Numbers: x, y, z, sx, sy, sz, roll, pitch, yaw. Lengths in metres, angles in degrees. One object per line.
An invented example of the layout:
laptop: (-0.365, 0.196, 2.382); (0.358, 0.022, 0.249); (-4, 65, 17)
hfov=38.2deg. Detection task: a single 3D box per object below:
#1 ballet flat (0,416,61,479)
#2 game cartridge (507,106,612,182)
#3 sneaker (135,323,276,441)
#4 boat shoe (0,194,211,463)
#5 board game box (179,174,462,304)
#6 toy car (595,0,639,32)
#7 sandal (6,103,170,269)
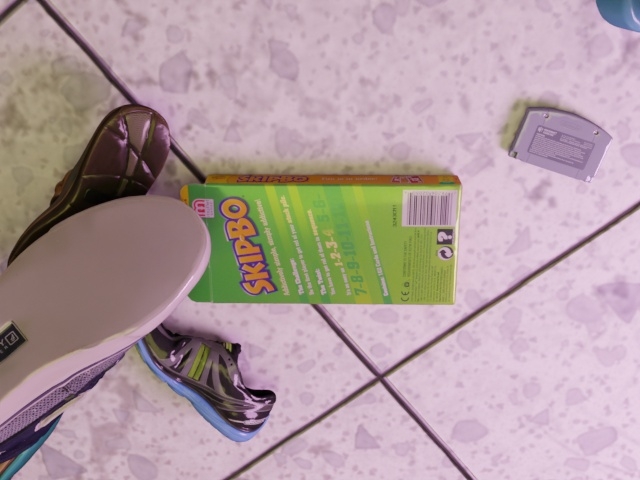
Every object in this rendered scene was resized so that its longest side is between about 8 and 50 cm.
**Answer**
ballet flat: (-0.348, 0.237, 0.966); (0.073, 0.080, 0.232); (35, 109, 2)
game cartridge: (0.220, -0.090, 0.845); (0.083, 0.017, 0.056); (18, 116, -6)
sneaker: (-0.120, 0.120, 0.924); (0.188, 0.067, 0.078); (44, 86, -14)
boat shoe: (-0.240, 0.090, 0.850); (0.340, 0.158, 0.127); (-34, 77, -5)
board game box: (0.000, 0.000, 0.878); (0.259, 0.039, 0.124); (-1, 112, -1)
toy car: (0.380, -0.241, 0.708); (0.238, 0.219, 0.210); (-11, 115, -26)
sandal: (-0.213, -0.040, 0.848); (0.090, 0.060, 0.219); (18, 116, -33)
